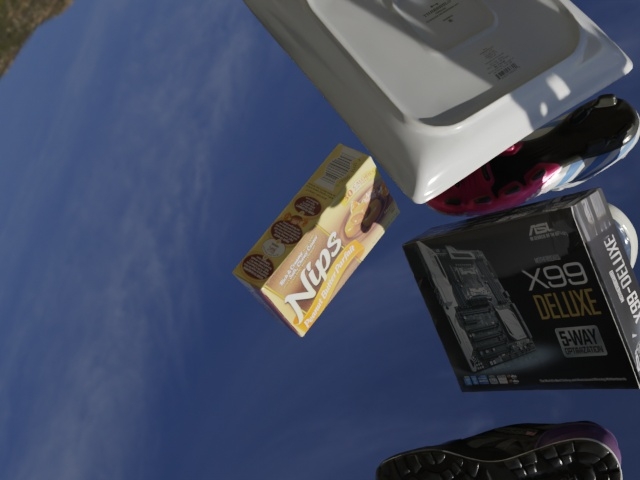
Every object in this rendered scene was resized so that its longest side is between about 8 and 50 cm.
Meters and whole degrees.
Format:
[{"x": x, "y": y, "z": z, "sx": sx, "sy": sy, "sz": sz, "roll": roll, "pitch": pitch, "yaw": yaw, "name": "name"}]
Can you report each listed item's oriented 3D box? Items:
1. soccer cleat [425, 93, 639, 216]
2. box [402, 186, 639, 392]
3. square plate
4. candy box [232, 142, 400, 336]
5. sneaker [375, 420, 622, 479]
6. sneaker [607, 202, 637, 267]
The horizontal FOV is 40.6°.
[{"x": 0.312, "y": -0.102, "z": 1.279, "sx": 0.331, "sy": 0.143, "sz": 0.116, "roll": -21, "pitch": -113, "yaw": 5, "name": "soccer cleat"}, {"x": 0.276, "y": 0.079, "z": 1.165, "sx": 0.307, "sy": 0.076, "sz": 0.242, "roll": -14, "pitch": -78, "yaw": 53, "name": "box"}, {"x": 0.142, "y": -0.258, "z": 1.022, "sx": 0.347, "sy": 0.049, "sz": 0.344, "roll": -32, "pitch": -109, "yaw": -18, "name": "square plate"}, {"x": 0.000, "y": 0.000, "z": 1.597, "sx": 0.087, "sy": 0.183, "sz": 0.316, "roll": 29, "pitch": -107, "yaw": 39, "name": "candy box"}, {"x": 0.211, "y": 0.274, "z": 1.029, "sx": 0.283, "sy": 0.124, "sz": 0.107, "roll": -9, "pitch": -84, "yaw": 19, "name": "sneaker"}, {"x": 0.435, "y": 0.089, "z": 1.471, "sx": 0.131, "sy": 0.350, "sz": 0.148, "roll": 26, "pitch": -127, "yaw": 27, "name": "sneaker"}]
